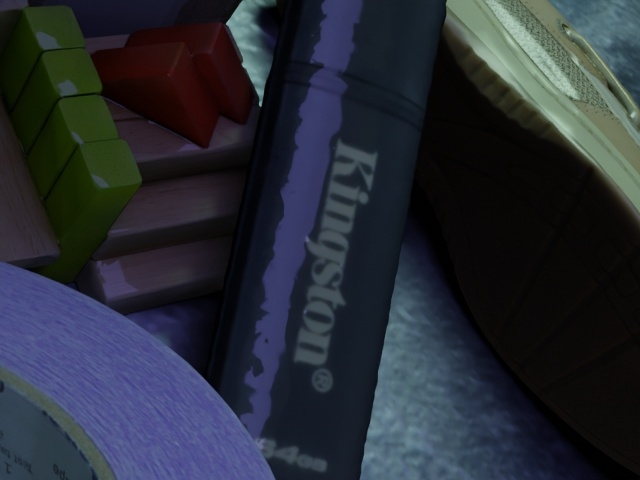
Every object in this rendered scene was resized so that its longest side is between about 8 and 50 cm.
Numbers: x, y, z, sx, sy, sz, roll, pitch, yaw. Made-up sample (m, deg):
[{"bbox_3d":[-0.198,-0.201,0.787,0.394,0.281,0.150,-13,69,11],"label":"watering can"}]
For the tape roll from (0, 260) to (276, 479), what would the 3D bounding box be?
[{"bbox_3d":[-0.145,0.111,0.344,0.275,0.090,0.275,8,35,-5],"label":"tape roll"}]

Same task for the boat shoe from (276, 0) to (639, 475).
[{"bbox_3d":[0.114,-0.042,0.648,0.110,0.121,0.341,-23,74,-38],"label":"boat shoe"}]

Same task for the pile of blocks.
[{"bbox_3d":[-0.168,-0.062,0.499,0.362,0.112,0.149,13,56,-23],"label":"pile of blocks"}]

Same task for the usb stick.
[{"bbox_3d":[0.000,0.000,0.546,0.077,0.045,0.278,21,73,-32],"label":"usb stick"}]

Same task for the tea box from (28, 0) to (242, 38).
[{"bbox_3d":[-0.090,-0.306,0.557,0.220,0.329,0.323,13,57,-24],"label":"tea box"}]
